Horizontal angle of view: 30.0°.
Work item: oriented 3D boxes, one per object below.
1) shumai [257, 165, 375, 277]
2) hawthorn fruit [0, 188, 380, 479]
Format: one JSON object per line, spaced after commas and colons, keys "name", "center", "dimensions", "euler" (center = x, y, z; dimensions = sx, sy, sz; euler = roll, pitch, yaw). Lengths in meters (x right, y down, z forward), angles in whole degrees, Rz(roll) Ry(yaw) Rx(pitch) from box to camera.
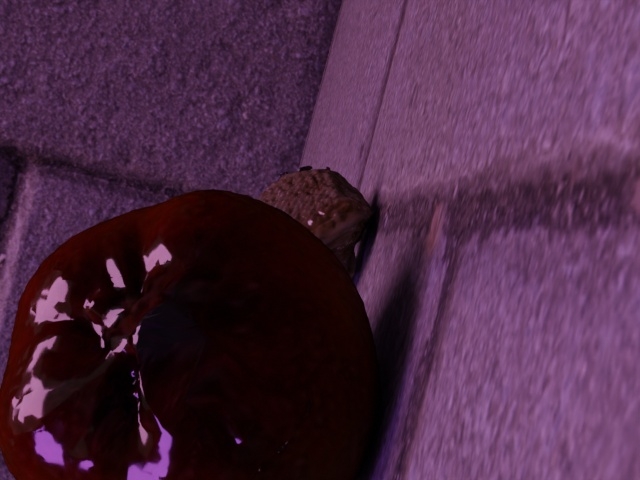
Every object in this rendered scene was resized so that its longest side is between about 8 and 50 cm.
{"name": "shumai", "center": [-0.004, 0.002, 1.228], "dimensions": [0.145, 0.145, 0.116], "euler": [-81, -31, -48]}
{"name": "hawthorn fruit", "center": [-0.098, 0.104, 0.919], "dimensions": [0.311, 0.295, 0.295], "euler": [146, 138, -78]}
